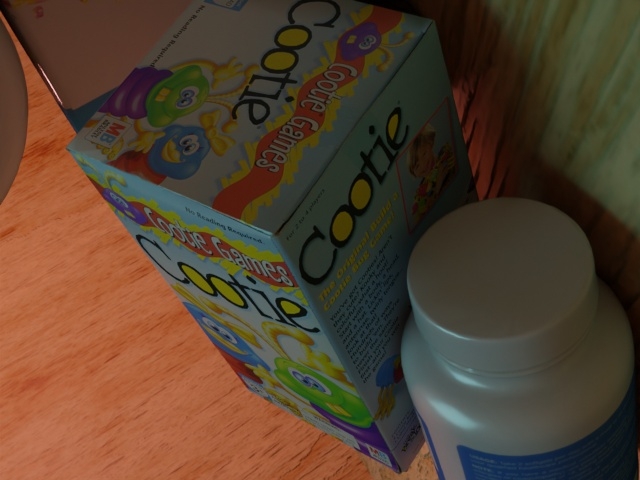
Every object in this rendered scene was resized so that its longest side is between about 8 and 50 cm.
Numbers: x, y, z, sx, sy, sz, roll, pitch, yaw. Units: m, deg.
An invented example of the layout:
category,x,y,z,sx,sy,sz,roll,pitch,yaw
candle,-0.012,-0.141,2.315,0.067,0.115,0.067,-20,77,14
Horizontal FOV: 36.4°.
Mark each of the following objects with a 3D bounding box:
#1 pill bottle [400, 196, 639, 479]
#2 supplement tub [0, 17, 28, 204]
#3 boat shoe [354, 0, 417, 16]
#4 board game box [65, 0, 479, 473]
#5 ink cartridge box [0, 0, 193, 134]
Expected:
category,x,y,z,sx,sy,sz,roll,pitch,yaw
pill bottle,0.114,0.084,0.549,0.124,0.124,0.222,50,167,42
supplement tub,-0.352,-0.136,0.697,0.325,0.235,0.235,47,165,53
boat shoe,-0.005,-0.152,0.610,0.190,0.068,0.072,53,180,26
board game box,0.000,0.000,0.583,0.142,0.144,0.275,23,155,31
ink cartridge box,-0.161,-0.241,0.710,0.198,0.197,0.270,50,167,42
